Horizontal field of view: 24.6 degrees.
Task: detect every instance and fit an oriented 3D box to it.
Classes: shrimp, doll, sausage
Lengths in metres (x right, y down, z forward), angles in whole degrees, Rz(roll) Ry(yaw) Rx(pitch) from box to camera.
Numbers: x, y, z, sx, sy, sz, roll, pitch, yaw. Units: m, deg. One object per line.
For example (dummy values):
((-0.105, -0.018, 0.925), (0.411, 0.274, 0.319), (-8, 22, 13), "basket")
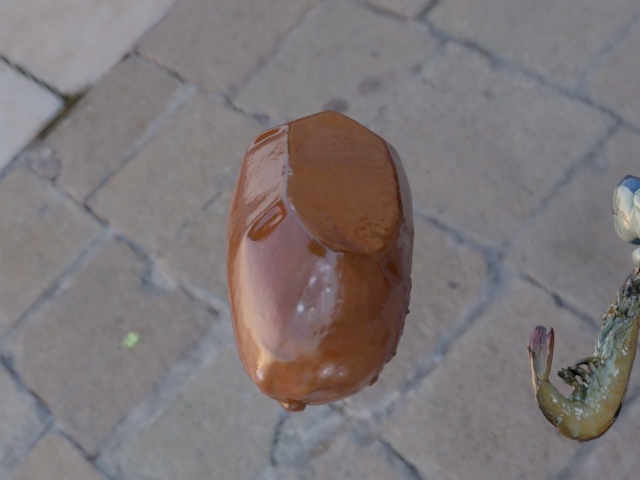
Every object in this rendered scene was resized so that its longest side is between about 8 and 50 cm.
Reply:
((0.236, 0.088, 1.310), (0.034, 0.124, 0.178), (4, 70, 58), "shrimp")
((0.279, -0.018, 1.265), (0.050, 0.076, 0.083), (-7, 22, -12), "doll")
((0.000, 0.000, 0.655), (0.089, 0.089, 0.179), (-25, 33, 17), "sausage")
